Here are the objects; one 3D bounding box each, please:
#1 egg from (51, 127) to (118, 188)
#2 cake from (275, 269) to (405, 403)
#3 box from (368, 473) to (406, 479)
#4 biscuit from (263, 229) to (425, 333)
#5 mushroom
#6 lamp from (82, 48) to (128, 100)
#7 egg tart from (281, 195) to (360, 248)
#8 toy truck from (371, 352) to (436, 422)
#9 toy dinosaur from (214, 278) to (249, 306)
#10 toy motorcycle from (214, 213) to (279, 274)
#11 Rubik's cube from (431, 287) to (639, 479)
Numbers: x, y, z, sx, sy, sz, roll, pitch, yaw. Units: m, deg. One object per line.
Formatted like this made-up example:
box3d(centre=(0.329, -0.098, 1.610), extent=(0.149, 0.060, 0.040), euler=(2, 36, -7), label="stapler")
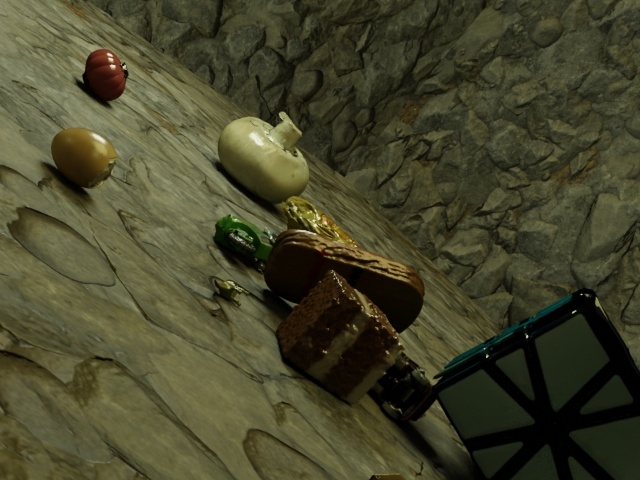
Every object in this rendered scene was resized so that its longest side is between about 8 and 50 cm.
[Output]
box3d(centre=(-0.334, -0.119, 1.413), extent=(0.096, 0.080, 0.080), euler=(43, 8, 2), label="egg")
box3d(centre=(0.032, 0.144, 1.466), extent=(0.147, 0.135, 0.134), euler=(43, 7, -15), label="cake")
box3d(centre=(0.118, 0.333, 1.201), extent=(0.133, 0.023, 0.090), euler=(44, 11, 25), label="box")
box3d(centre=(0.027, 0.092, 1.676), extent=(0.277, 0.052, 0.262), euler=(20, -32, -12), label="biscuit")
box3d(centre=(-0.126, -0.207, 2.402), extent=(0.246, 0.202, 0.246), euler=(36, 20, -15), label="mushroom")
box3d(centre=(-0.442, -0.341, 2.068), extent=(0.107, 0.092, 0.107), euler=(163, -90, -84), label="lamp")
box3d(centre=(0.000, 0.000, 2.173), extent=(0.241, 0.106, 0.241), euler=(40, 5, -5), label="egg tart")
box3d(centre=(0.103, 0.205, 1.608), extent=(0.192, 0.083, 0.092), euler=(43, 4, 29), label="toy truck")
box3d(centre=(-0.131, 0.074, 1.460), extent=(0.041, 0.026, 0.113), euler=(34, -2, 9), label="toy dinosaur")
box3d(centre=(-0.128, -0.001, 1.764), extent=(0.106, 0.074, 0.190), euler=(34, 6, 21), label="toy motorcycle")
box3d(centre=(0.368, 0.260, 1.559), extent=(0.293, 0.288, 0.283), euler=(59, 13, 6), label="Rubik's cube")
